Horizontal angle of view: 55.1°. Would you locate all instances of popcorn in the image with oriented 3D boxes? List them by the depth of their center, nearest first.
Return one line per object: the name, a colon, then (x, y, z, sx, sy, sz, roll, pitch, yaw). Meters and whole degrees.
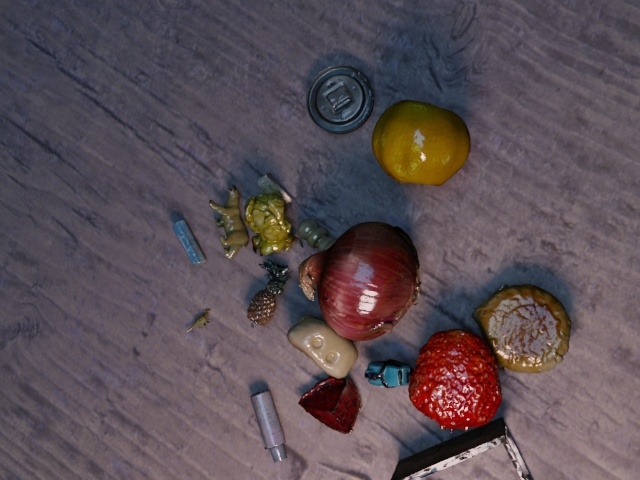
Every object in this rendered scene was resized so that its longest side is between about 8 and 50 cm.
popcorn: (-0.151, -0.051, 1.876, 0.173, 0.168, 0.195, -15, 94, -24)

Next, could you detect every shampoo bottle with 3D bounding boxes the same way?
shampoo bottle: (-0.155, 0.570, 1.883, 0.072, 0.072, 0.214, -20, 82, 12)

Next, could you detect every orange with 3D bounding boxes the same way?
orange: (0.282, -0.269, 1.726, 0.279, 0.279, 0.235, 20, 105, 14)

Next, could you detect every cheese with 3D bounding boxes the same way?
cheese: (0.002, 0.304, 1.802, 0.117, 0.235, 0.218, -52, 37, -11)

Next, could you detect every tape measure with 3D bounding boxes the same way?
tape measure: (0.197, 0.384, 1.774, 0.125, 0.146, 0.081, -4, 83, 30)

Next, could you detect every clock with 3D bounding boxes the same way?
clock: (0.062, -0.437, 1.908, 0.214, 0.042, 0.215, -1, 86, 14)

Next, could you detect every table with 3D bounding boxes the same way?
table: (0.405, 0.692, 1.657, 0.335, 0.222, 0.272, -27, 81, 11)

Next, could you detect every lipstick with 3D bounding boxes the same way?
lipstick: (-0.427, 0.011, 1.997, 0.048, 0.048, 0.158, -32, 80, 10)

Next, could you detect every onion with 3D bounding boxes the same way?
onion: (0.139, 0.113, 1.706, 0.353, 0.353, 0.354, -1, 86, 14)

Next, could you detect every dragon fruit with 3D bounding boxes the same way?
dragon fruit: (0.033, 0.491, 1.843, 0.161, 0.120, 0.127, 0, 129, 38)

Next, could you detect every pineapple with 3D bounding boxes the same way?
pineapple: (-0.171, 0.168, 1.905, 0.103, 0.083, 0.221, 23, 90, 14)

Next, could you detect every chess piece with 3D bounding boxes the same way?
chess piece: (0.000, 0.000, 1.872, 0.170, 0.094, 0.094, 42, 97, 16)

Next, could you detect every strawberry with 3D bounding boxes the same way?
strawberry: (0.366, 0.371, 1.672, 0.257, 0.257, 0.277, 1, 100, 14)

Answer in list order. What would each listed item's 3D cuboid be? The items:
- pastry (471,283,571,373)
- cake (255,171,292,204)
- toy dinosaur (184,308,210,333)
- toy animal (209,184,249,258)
pastry: (0.564, 0.242, 1.702, 0.235, 0.121, 0.257, -24, 79, 7)
cake: (-0.147, -0.156, 1.936, 0.052, 0.065, 0.121, -43, 85, 10)
toy dinosaur: (-0.389, 0.269, 1.980, 0.041, 0.026, 0.113, 40, 87, 20)
toy animal: (-0.285, -0.061, 1.954, 0.101, 0.103, 0.219, -17, 80, -7)
